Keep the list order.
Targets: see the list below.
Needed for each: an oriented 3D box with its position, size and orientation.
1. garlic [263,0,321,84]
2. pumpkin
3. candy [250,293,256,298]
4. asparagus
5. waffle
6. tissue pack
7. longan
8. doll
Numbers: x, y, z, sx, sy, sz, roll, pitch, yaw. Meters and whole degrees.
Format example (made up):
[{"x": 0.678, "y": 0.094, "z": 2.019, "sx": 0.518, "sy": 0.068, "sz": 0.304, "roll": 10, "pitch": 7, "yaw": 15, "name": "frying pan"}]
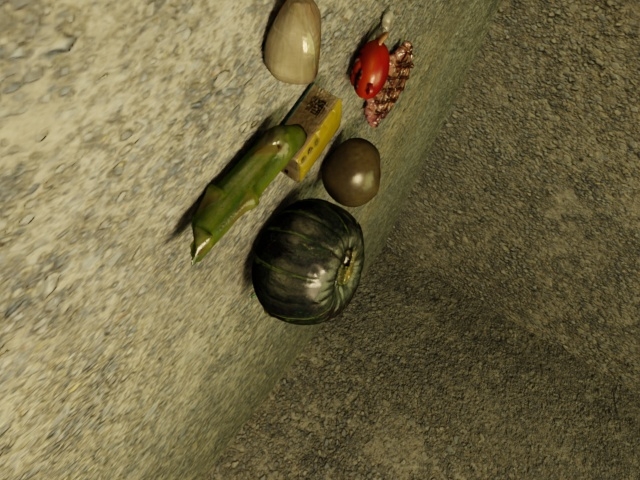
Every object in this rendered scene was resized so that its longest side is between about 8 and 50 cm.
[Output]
[{"x": -0.037, "y": -0.334, "z": 1.059, "sx": 0.198, "sy": 0.091, "sz": 0.128, "roll": 87, "pitch": 20, "yaw": -61, "name": "garlic"}, {"x": -0.031, "y": 0.055, "z": 1.652, "sx": 0.323, "sy": 0.242, "sz": 0.323, "roll": -45, "pitch": 147, "yaw": -40, "name": "pumpkin"}, {"x": -0.143, "y": 0.135, "z": 1.896, "sx": 0.201, "sy": 0.060, "sz": 0.060, "roll": -24, "pitch": 144, "yaw": -60, "name": "candy"}, {"x": -0.144, "y": -0.091, "z": 1.184, "sx": 0.343, "sy": 0.085, "sz": 0.082, "roll": -53, "pitch": 164, "yaw": -25, "name": "asparagus"}, {"x": 0.188, "y": -0.429, "z": 1.843, "sx": 0.221, "sy": 0.056, "sz": 0.234, "roll": -54, "pitch": 163, "yaw": -17, "name": "waffle"}, {"x": -0.027, "y": -0.218, "z": 1.361, "sx": 0.169, "sy": 0.082, "sz": 0.120, "roll": -56, "pitch": 170, "yaw": -15, "name": "tissue pack"}, {"x": 0.085, "y": -0.181, "z": 1.765, "sx": 0.187, "sy": 0.168, "sz": 0.167, "roll": -64, "pitch": 168, "yaw": 22, "name": "longan"}, {"x": 0.118, "y": -0.404, "z": 1.531, "sx": 0.183, "sy": 0.085, "sz": 0.217, "roll": 107, "pitch": 0, "yaw": -58, "name": "doll"}]
